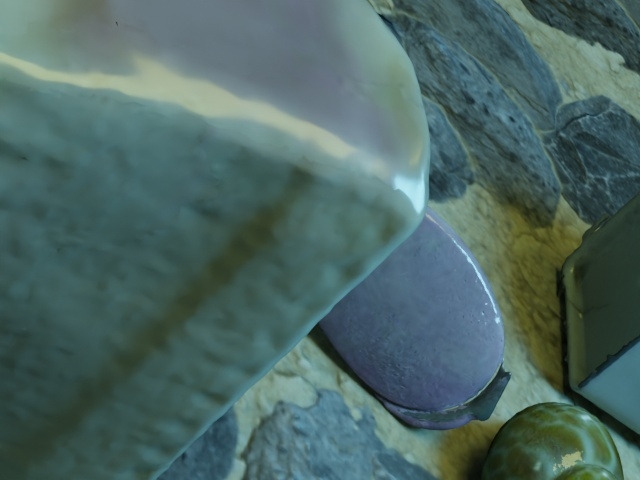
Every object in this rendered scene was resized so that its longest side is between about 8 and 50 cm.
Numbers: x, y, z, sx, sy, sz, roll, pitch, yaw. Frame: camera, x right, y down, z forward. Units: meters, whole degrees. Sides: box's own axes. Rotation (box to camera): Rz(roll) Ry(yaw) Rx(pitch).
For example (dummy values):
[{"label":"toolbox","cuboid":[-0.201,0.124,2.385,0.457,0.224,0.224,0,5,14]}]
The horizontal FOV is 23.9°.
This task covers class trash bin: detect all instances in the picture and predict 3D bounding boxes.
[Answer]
[{"label":"trash bin","cuboid":[0.407,0.119,1.318,0.368,0.256,0.296,29,40,-18]}]

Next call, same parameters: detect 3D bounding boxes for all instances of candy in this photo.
[{"label":"candy","cuboid":[-0.135,0.008,0.701,0.208,0.358,0.145,19,44,-28]}]

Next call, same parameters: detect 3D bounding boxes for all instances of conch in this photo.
[{"label":"conch","cuboid":[0.178,0.177,1.119,0.173,0.106,0.116,-4,78,-66]}]

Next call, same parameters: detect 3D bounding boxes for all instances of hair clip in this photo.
[{"label":"hair clip","cuboid":[0.001,-0.002,1.083,0.359,0.095,0.110,38,66,-3]}]
